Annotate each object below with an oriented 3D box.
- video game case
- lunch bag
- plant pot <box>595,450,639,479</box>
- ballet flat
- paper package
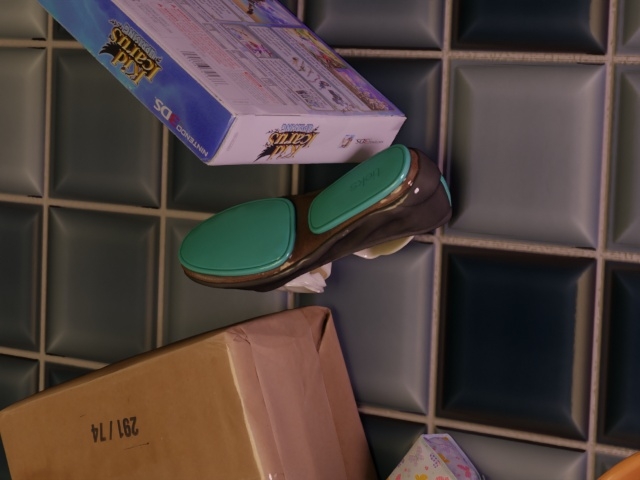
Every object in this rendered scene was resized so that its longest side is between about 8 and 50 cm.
[{"bbox_3d":[-0.092,-0.167,1.740,0.269,0.244,0.061,44,118,27],"label":"video game case"},{"bbox_3d":[0.107,0.225,1.732,0.083,0.053,0.071,51,118,35],"label":"lunch bag"},{"bbox_3d":[0.331,0.304,1.441,0.291,0.203,0.291,-19,63,42],"label":"plant pot"},{"bbox_3d":[0.000,0.000,1.768,0.280,0.096,0.095,-19,46,33],"label":"ballet flat"},{"bbox_3d":[-0.112,0.251,1.828,0.325,0.168,0.309,-22,79,37],"label":"paper package"}]
